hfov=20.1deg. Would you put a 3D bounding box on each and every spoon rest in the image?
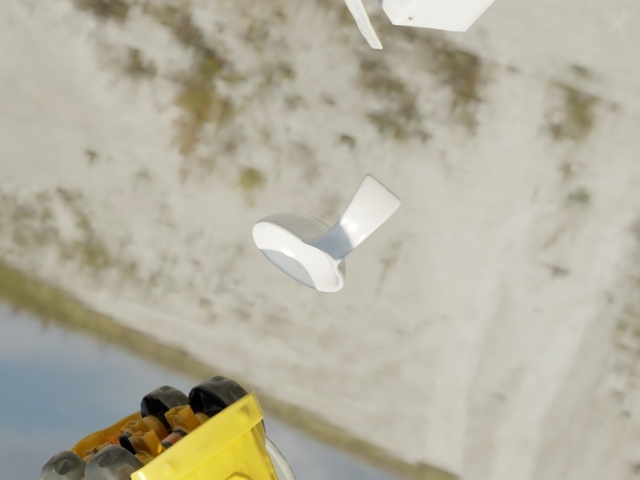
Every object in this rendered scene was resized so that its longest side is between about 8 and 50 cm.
[{"bbox_3d":[0.000,0.000,2.243,0.137,0.084,0.276,39,151,-9],"label":"spoon rest"}]

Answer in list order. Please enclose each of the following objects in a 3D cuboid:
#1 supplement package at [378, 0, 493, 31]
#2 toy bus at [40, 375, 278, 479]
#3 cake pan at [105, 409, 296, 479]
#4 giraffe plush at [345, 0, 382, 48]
[{"bbox_3d":[0.137,-0.464,2.570,0.175,0.177,0.293,-2,-126,-49],"label":"supplement package"},{"bbox_3d":[-0.114,0.242,1.569,0.149,0.211,0.220,-35,-168,-32],"label":"toy bus"},{"bbox_3d":[-0.166,0.342,2.164,0.293,0.293,0.054,18,166,-3],"label":"cake pan"},{"bbox_3d":[0.069,-0.290,1.486,0.170,0.210,0.181,-38,-140,-22],"label":"giraffe plush"}]
